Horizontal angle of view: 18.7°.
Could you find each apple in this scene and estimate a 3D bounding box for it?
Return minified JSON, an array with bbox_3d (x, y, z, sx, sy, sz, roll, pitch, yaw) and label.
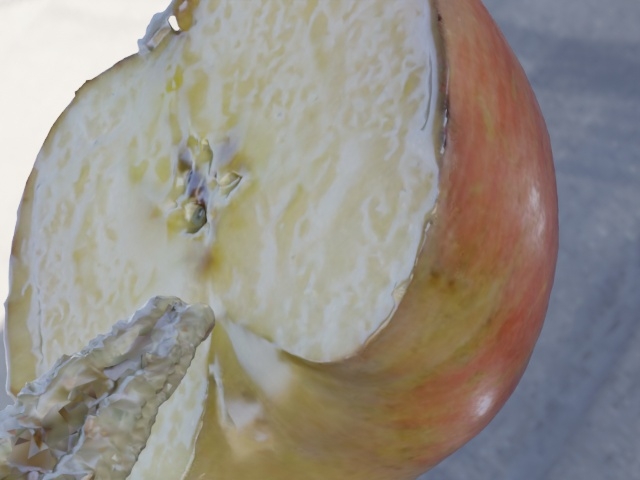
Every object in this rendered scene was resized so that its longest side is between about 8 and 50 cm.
[{"bbox_3d":[0.000,0.000,0.903,0.293,0.163,0.251,-36,50,31],"label":"apple"}]

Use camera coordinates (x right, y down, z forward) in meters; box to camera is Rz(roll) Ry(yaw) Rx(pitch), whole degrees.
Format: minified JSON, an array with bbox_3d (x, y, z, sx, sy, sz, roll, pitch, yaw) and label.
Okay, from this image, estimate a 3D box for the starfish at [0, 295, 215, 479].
[{"bbox_3d":[-0.095,0.100,0.409,0.295,0.048,0.231,0,50,16],"label":"starfish"}]
